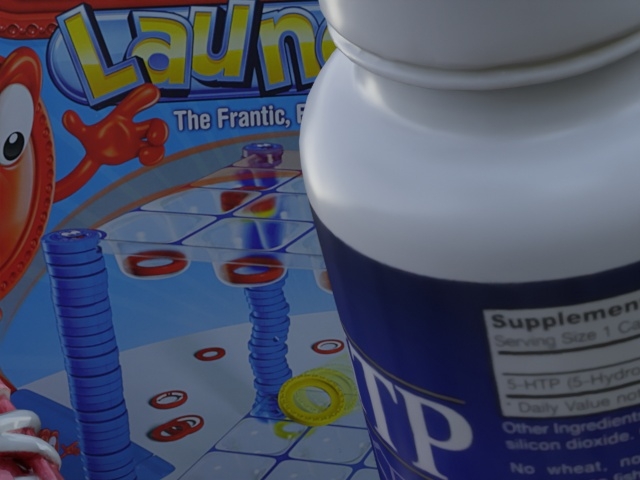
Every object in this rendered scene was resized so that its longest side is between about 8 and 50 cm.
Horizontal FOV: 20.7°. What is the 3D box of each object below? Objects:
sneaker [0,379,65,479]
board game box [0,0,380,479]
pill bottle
[{"bbox_3d":[-0.110,0.094,0.483,0.116,0.136,0.314,-5,9,-43],"label":"sneaker"},{"bbox_3d":[0.000,0.000,0.669,0.308,0.301,0.086,-5,10,-11],"label":"board game box"},{"bbox_3d":[0.055,-0.004,0.414,0.112,0.186,0.112,-10,35,7],"label":"pill bottle"}]
